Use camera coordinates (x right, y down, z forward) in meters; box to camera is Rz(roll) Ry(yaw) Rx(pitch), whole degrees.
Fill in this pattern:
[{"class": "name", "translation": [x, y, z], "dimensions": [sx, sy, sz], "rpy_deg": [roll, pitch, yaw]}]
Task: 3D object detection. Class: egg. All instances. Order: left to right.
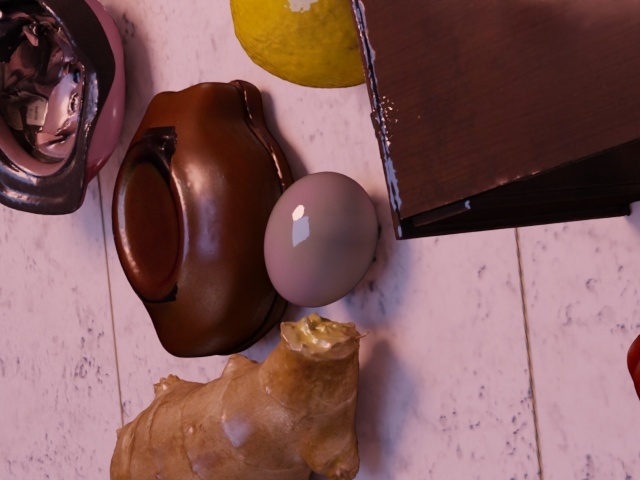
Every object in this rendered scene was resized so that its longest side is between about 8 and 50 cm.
[{"class": "egg", "translation": [0.000, 0.000, 1.601], "dimensions": [0.103, 0.103, 0.135], "rpy_deg": [44, 129, 39]}]

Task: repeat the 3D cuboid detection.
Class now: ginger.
[{"class": "ginger", "translation": [-0.073, 0.221, 1.675], "dimensions": [0.375, 0.166, 0.236], "rpy_deg": [-35, 60, 57]}]

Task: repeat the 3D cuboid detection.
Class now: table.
[{"class": "table", "translation": [0.212, -0.131, 1.209], "dimensions": [0.282, 0.251, 0.196], "rpy_deg": [-19, 78, 50]}]

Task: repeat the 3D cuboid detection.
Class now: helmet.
[{"class": "helmet", "translation": [-0.292, -0.171, 1.913], "dimensions": [0.198, 0.154, 0.253], "rpy_deg": [6, 118, 31]}]

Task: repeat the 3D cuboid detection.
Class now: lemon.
[{"class": "lemon", "translation": [0.008, -0.220, 1.513], "dimensions": [0.193, 0.181, 0.180], "rpy_deg": [33, 119, 55]}]

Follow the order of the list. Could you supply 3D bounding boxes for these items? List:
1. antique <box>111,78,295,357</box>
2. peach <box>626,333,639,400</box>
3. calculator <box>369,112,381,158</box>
[{"class": "antique", "translation": [-0.119, -0.020, 1.728], "dimensions": [0.223, 0.129, 0.278], "rpy_deg": [2, 93, 53]}, {"class": "peach", "translation": [0.276, 0.099, 1.281], "dimensions": [0.101, 0.101, 0.100], "rpy_deg": [8, 100, 51]}, {"class": "calculator", "translation": [0.105, -0.114, 1.529], "dimensions": [0.172, 0.018, 0.057], "rpy_deg": [-17, 82, 49]}]
